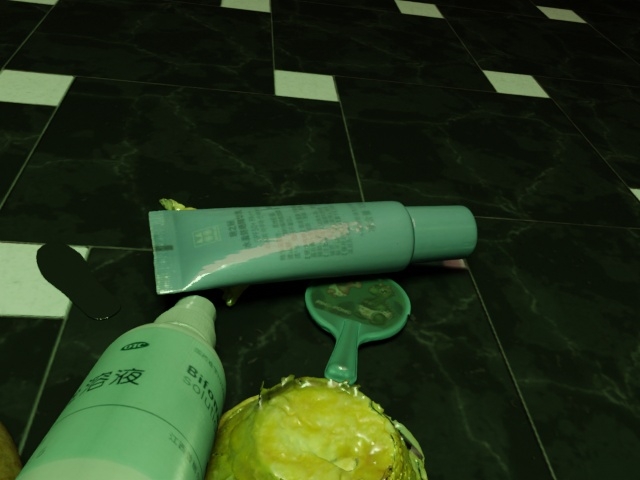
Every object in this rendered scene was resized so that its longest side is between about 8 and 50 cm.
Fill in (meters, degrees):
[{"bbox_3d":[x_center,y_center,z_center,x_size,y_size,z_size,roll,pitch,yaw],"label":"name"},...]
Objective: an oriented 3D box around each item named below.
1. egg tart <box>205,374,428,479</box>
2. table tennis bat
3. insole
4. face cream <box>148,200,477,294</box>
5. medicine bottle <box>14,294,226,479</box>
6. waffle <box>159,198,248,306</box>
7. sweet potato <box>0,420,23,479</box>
[{"bbox_3d":[-0.002,0.188,0.521,0.212,0.090,0.212,10,36,-7],"label":"egg tart"},{"bbox_3d":[0.037,0.091,0.702,0.124,0.033,0.201,12,32,5],"label":"table tennis bat"},{"bbox_3d":[-0.278,0.043,0.713,0.152,0.002,0.053,34,43,29],"label":"insole"},{"bbox_3d":[0.000,0.000,0.738,0.385,0.086,0.135,-3,42,-17],"label":"face cream"},{"bbox_3d":[-0.133,0.129,0.500,0.110,0.110,0.352,8,17,-3],"label":"medicine bottle"},{"bbox_3d":[-0.159,0.006,0.773,0.191,0.032,0.125,21,40,17],"label":"waffle"},{"bbox_3d":[-0.260,0.184,0.486,0.281,0.059,0.067,31,81,32],"label":"sweet potato"}]
